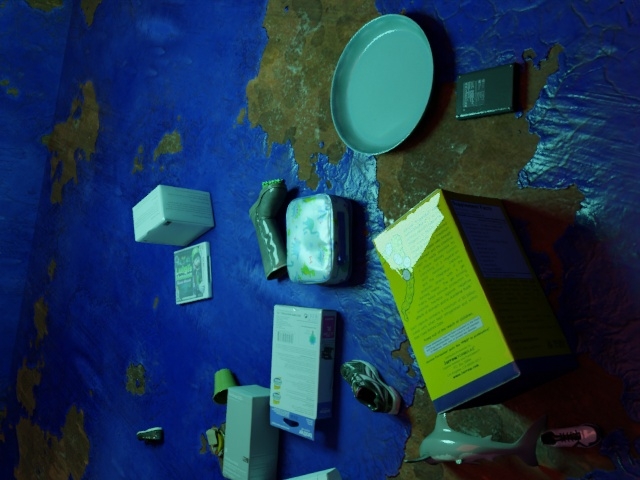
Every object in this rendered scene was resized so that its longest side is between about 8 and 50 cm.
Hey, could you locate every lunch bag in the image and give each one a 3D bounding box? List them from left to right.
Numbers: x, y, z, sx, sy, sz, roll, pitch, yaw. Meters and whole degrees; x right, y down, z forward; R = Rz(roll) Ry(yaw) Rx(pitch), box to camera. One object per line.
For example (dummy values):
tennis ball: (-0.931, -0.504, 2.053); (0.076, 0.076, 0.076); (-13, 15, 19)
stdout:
lunch bag: (0.000, 0.000, 1.656); (0.176, 0.090, 0.219); (-8, 80, 49)

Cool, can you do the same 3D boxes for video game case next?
video game case: (-0.403, 0.105, 2.152); (0.190, 0.022, 0.173); (-15, 75, 47)

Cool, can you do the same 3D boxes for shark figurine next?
shark figurine: (0.266, 0.363, 1.278); (0.278, 0.166, 0.116); (-21, 61, 44)

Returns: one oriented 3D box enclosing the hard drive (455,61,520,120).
hard drive: (0.331, -0.294, 1.359); (0.135, 0.022, 0.094); (0, 87, 49)

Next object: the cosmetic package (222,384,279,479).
cosmetic package: (-0.181, 0.511, 1.807); (0.127, 0.107, 0.238); (0, 90, 51)

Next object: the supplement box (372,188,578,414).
supplement box: (0.275, 0.110, 1.258); (0.195, 0.194, 0.356); (-39, 58, 39)

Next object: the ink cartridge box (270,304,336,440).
ink cartridge box: (-0.046, 0.320, 1.702); (0.186, 0.065, 0.311); (0, 85, 48)

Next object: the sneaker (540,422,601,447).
sneaker: (0.429, 0.340, 1.178); (0.109, 0.044, 0.040); (-26, 66, 42)

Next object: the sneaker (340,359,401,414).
sneaker: (0.099, 0.324, 1.526); (0.178, 0.077, 0.072); (28, 106, 47)

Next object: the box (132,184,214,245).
box: (-0.453, -0.072, 2.105); (0.181, 0.182, 0.119); (-29, 64, 43)

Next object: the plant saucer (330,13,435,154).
plant saucer: (0.145, -0.350, 1.560); (0.318, 0.044, 0.317); (-6, 83, 49)

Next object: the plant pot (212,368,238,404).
plant pot: (-0.269, 0.410, 1.941); (0.083, 0.083, 0.079); (-52, 39, 32)

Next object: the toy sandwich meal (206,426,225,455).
toy sandwich meal: (-0.305, 0.587, 1.993); (0.085, 0.029, 0.085); (-6, 82, 48)

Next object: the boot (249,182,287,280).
boot: (-0.121, -0.023, 1.806); (0.189, 0.076, 0.208); (-53, 42, 50)

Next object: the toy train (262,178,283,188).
toy train: (-0.131, -0.153, 1.872); (0.083, 0.017, 0.023); (-5, 93, 48)

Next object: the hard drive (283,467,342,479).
hard drive: (-0.043, 0.689, 1.640); (0.353, 0.047, 0.233); (-31, 79, 43)

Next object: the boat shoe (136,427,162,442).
boat shoe: (-0.570, 0.652, 2.272); (0.133, 0.049, 0.042); (-25, 61, 40)
